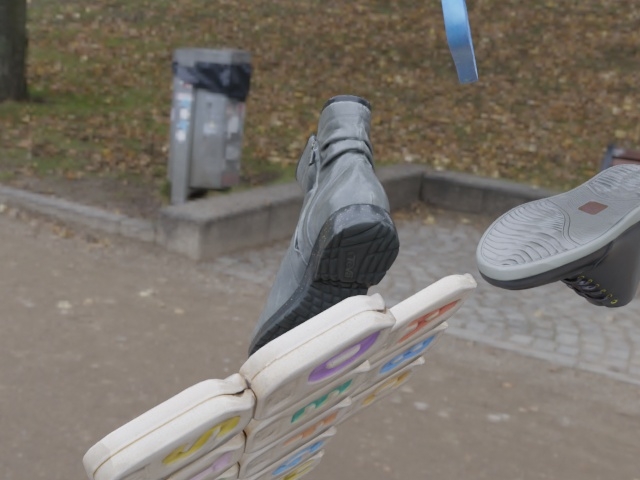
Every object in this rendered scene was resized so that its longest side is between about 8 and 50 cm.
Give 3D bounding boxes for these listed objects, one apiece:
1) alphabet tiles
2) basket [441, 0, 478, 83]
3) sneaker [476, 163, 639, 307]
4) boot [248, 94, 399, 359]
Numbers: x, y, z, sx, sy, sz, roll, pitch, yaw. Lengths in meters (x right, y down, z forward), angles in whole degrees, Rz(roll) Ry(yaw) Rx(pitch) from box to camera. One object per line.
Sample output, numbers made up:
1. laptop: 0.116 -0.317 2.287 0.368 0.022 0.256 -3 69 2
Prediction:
1. alphabet tiles: -0.046 0.115 0.504 0.278 0.284 0.021 -28 71 -20
2. basket: 0.155 -0.353 1.195 0.201 0.289 0.255 -5 -3 9
3. sneaker: 0.223 0.023 0.849 0.222 0.118 0.083 -22 36 -31
4. boot: 0.000 0.000 0.879 0.083 0.246 0.161 11 47 -20
